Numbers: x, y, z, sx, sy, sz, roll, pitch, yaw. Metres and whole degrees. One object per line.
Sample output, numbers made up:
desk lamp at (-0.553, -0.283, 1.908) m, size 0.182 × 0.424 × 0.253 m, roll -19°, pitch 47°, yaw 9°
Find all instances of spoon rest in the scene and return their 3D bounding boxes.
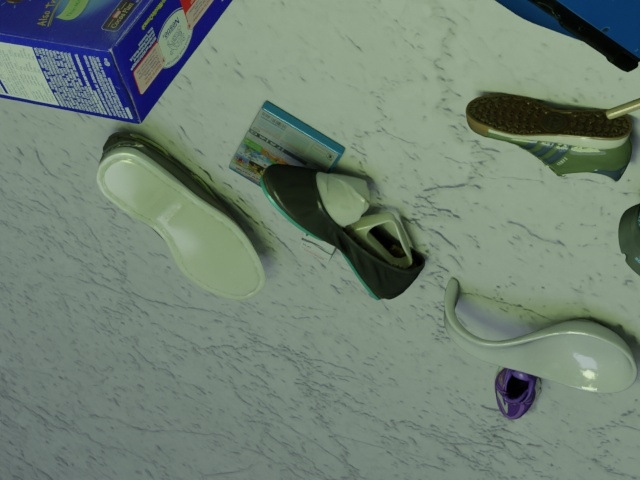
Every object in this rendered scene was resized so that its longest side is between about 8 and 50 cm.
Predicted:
spoon rest at (0.283, 0.137, 2.190) m, size 0.276 × 0.084 × 0.137 m, roll 19°, pitch 147°, yaw 18°

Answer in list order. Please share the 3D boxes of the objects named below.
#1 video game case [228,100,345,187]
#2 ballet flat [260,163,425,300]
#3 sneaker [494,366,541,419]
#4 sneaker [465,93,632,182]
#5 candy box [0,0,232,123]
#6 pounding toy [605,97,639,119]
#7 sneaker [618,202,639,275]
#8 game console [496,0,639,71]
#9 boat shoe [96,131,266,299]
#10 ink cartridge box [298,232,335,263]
video game case at (-0.046, -0.107, 2.169) m, size 0.119 × 0.015 × 0.166 m, roll 30°, pitch 148°, yaw -3°
ballet flat at (0.040, -0.028, 2.147) m, size 0.096 × 0.095 × 0.280 m, roll -30°, pitch 132°, yaw 22°
sneaker at (0.268, 0.205, 2.312) m, size 0.068 × 0.071 × 0.170 m, roll 21°, pitch 149°, yaw 12°
sneaker at (0.258, -0.107, 1.875) m, size 0.192 × 0.064 × 0.086 m, roll 10°, pitch 139°, yaw 23°
candy box at (-0.283, -0.278, 1.871) m, size 0.317 × 0.268 × 0.122 m, roll 13°, pitch 141°, yaw 26°
pounding toy at (0.384, -0.162, 1.663) m, size 0.141 × 0.100 × 0.130 m, roll 27°, pitch 148°, yaw 3°
sneaker at (0.500, 0.049, 1.853) m, size 0.340 × 0.125 × 0.140 m, roll 30°, pitch 144°, yaw -6°
game console at (0.218, -0.299, 1.583) m, size 0.293 × 0.173 × 0.250 m, roll 25°, pitch 126°, yaw -39°
boat shoe at (-0.188, -0.036, 2.313) m, size 0.109 × 0.091 × 0.305 m, roll -38°, pitch 117°, yaw 17°
ink cartridge box at (0.000, 0.000, 2.272) m, size 0.048 × 0.028 × 0.083 m, roll 27°, pitch 149°, yaw 4°
